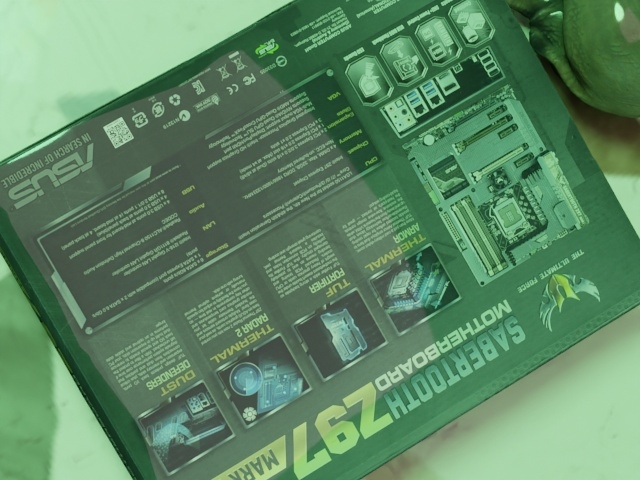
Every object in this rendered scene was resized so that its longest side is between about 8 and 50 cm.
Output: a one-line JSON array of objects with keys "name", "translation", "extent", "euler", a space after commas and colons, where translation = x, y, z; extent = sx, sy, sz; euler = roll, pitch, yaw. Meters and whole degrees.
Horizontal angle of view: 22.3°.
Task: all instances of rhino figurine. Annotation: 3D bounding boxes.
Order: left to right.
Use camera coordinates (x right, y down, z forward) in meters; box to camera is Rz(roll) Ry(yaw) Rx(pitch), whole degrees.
[{"name": "rhino figurine", "translation": [0.195, -0.133, 0.710], "extent": [0.243, 0.073, 0.106], "euler": [-23, 85, -8]}]

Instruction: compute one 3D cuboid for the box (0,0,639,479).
[{"name": "box", "translation": [0.000, 0.000, 0.676], "extent": [0.232, 0.059, 0.183], "euler": [-31, 93, -11]}]
